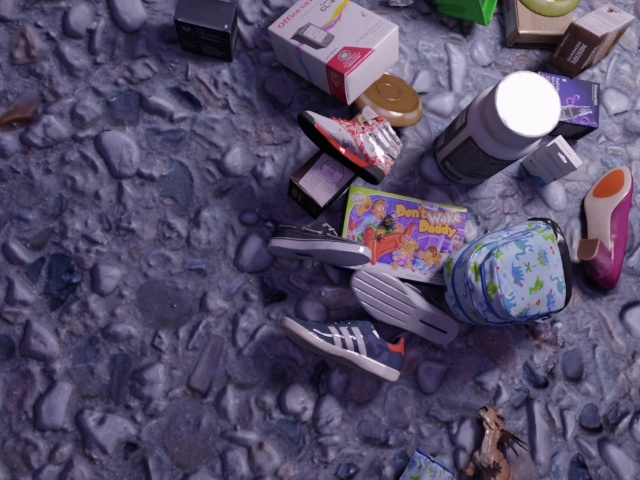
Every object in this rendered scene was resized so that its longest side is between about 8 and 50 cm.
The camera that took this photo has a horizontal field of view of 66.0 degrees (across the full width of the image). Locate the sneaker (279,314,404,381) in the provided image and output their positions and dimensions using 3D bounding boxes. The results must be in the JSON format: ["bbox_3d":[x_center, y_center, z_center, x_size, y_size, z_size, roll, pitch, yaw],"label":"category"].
[{"bbox_3d":[0.066,0.251,1.327,0.350,0.131,0.148,26,71,-8],"label":"sneaker"}]

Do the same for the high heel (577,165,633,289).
[{"bbox_3d":[0.886,-0.042,1.504,0.181,0.127,0.377,41,72,-29],"label":"high heel"}]

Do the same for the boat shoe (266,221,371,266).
[{"bbox_3d":[0.000,0.000,1.319,0.301,0.108,0.102,4,65,30],"label":"boat shoe"}]

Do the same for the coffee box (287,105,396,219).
[{"bbox_3d":[0.053,-0.211,1.372,0.119,0.168,0.297,44,78,1],"label":"coffee box"}]

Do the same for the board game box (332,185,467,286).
[{"bbox_3d":[0.227,-0.005,1.405,0.347,0.078,0.233,10,80,-5],"label":"board game box"}]

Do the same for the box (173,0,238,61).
[{"bbox_3d":[-0.318,-0.601,1.394,0.155,0.158,0.093,12,79,-6],"label":"box"}]

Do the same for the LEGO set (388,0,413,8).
[{"bbox_3d":[0.267,-0.884,1.541,0.132,0.107,0.287,-5,81,-8],"label":"LEGO set"}]

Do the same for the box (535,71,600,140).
[{"bbox_3d":[0.738,-0.413,1.523,0.207,0.108,0.153,7,79,-6],"label":"box"}]

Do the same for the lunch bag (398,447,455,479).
[{"bbox_3d":[0.284,0.643,1.299,0.151,0.096,0.129,42,77,-29],"label":"lunch bag"}]

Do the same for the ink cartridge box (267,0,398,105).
[{"bbox_3d":[0.037,-0.557,1.395,0.306,0.131,0.226,39,76,22],"label":"ink cartridge box"}]

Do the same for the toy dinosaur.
[{"bbox_3d":[0.473,0.618,1.321,0.200,0.127,0.296,-11,100,-44],"label":"toy dinosaur"}]

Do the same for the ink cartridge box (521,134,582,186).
[{"bbox_3d":[0.687,-0.236,1.449,0.061,0.181,0.104,-37,87,-11],"label":"ink cartridge box"}]

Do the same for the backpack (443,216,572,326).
[{"bbox_3d":[0.499,0.097,1.313,0.355,0.273,0.290,-7,92,-12],"label":"backpack"}]

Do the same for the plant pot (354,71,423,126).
[{"bbox_3d":[0.197,-0.425,1.439,0.236,0.032,0.236,11,51,-13],"label":"plant pot"}]

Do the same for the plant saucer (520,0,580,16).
[{"bbox_3d":[0.715,-0.816,1.534,0.240,0.037,0.241,2,79,-8],"label":"plant saucer"}]

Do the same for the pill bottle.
[{"bbox_3d":[0.469,-0.293,1.339,0.204,0.361,0.204,1,81,-7],"label":"pill bottle"}]

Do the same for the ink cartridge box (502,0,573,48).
[{"bbox_3d":[0.694,-0.744,1.582,0.193,0.088,0.235,0,80,-6],"label":"ink cartridge box"}]

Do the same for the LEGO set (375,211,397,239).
[{"bbox_3d":[0.182,-0.042,1.357,0.083,0.023,0.054,-41,85,2],"label":"LEGO set"}]

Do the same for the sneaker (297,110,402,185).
[{"bbox_3d":[0.081,-0.274,1.257,0.270,0.090,0.145,37,77,-4],"label":"sneaker"}]

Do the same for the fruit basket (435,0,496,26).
[{"bbox_3d":[0.530,-0.859,1.435,0.392,0.283,0.392,-11,65,25],"label":"fruit basket"}]

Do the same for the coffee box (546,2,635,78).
[{"bbox_3d":[0.825,-0.611,1.504,0.246,0.141,0.098,-33,65,-29],"label":"coffee box"}]

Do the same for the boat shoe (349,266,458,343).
[{"bbox_3d":[0.220,0.175,1.353,0.335,0.119,0.121,33,100,-10],"label":"boat shoe"}]
